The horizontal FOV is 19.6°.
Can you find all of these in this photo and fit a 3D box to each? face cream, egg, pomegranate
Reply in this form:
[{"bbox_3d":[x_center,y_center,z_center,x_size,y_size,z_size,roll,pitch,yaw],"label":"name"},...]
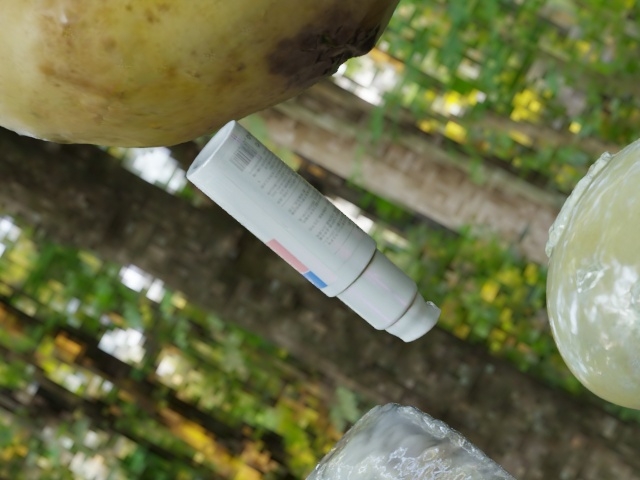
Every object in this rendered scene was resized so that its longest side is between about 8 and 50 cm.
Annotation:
[{"bbox_3d":[0.000,0.000,0.827,0.034,0.130,0.034,-47,14,15],"label":"face cream"},{"bbox_3d":[0.235,0.016,1.228,0.201,0.164,0.164,-62,-5,1],"label":"egg"},{"bbox_3d":[-0.088,-0.198,0.910,0.322,0.322,0.322,-61,-5,-10],"label":"pomegranate"}]

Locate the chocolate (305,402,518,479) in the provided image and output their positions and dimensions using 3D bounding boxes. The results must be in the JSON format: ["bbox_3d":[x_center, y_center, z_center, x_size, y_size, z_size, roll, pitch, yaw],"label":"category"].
[{"bbox_3d":[0.058,0.139,0.475,0.080,0.157,0.254,-37,19,-12],"label":"chocolate"}]
